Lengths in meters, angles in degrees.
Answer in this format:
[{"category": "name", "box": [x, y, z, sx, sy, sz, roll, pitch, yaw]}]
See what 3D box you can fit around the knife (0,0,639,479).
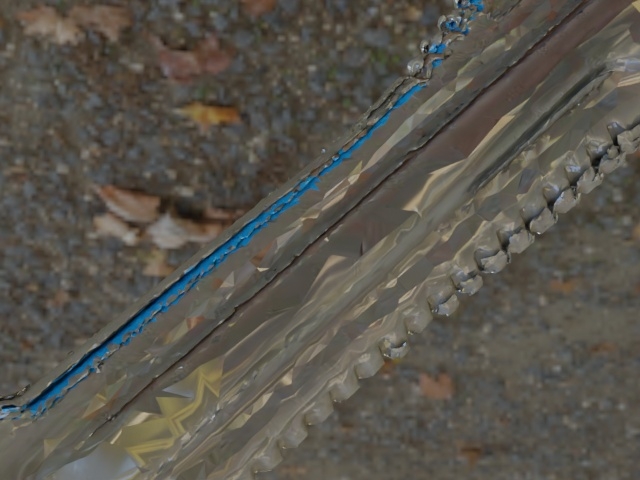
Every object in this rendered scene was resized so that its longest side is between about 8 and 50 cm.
[{"category": "knife", "box": [0.000, 0.002, 0.382, 0.089, 0.365, 0.043, 44, 164, 13]}]
